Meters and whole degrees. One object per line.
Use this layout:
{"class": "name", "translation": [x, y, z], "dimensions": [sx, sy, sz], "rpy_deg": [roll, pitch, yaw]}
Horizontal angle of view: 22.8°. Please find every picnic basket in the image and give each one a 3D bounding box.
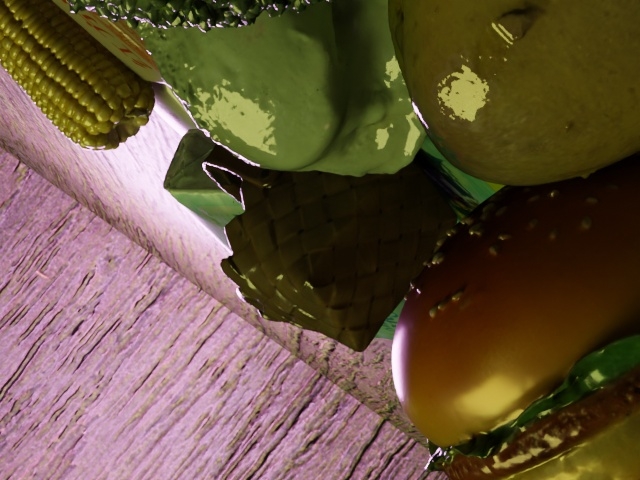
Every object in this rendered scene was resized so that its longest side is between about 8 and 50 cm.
{"class": "picnic basket", "translation": [-0.013, -0.013, 1.098], "dimensions": [0.178, 0.138, 0.128], "rpy_deg": [25, 162, 42]}

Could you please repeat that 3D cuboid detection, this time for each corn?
{"class": "corn", "translation": [-0.247, -0.182, 1.410], "dimensions": [0.244, 0.093, 0.093], "rpy_deg": [48, 173, 13]}

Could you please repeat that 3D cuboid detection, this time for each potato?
{"class": "potato", "translation": [0.092, -0.089, 0.739], "dimensions": [0.182, 0.117, 0.202], "rpy_deg": [37, 171, 11]}

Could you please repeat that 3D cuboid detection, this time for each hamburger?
{"class": "hamburger", "translation": [0.148, 0.039, 0.840], "dimensions": [0.170, 0.246, 0.246], "rpy_deg": [53, 170, 2]}

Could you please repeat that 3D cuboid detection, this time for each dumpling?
{"class": "dumpling", "translation": [-0.026, -0.107, 0.953], "dimensions": [0.219, 0.108, 0.152], "rpy_deg": [29, 155, -15]}

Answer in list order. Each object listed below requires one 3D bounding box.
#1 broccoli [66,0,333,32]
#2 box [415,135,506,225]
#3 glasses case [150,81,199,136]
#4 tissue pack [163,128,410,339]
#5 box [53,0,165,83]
{"class": "broccoli", "translation": [-0.052, -0.175, 0.677], "dimensions": [0.198, 0.226, 0.176], "rpy_deg": [-8, 107, 21]}
{"class": "box", "translation": [0.110, -0.040, 1.096], "dimensions": [0.187, 0.047, 0.335], "rpy_deg": [41, 168, -24]}
{"class": "glasses case", "translation": [-0.104, -0.111, 1.475], "dimensions": [0.193, 0.049, 0.074], "rpy_deg": [44, 165, -34]}
{"class": "tissue pack", "translation": [0.000, 0.000, 1.443], "dimensions": [0.177, 0.089, 0.263], "rpy_deg": [2, 151, 39]}
{"class": "box", "translation": [-0.124, -0.188, 1.173], "dimensions": [0.204, 0.051, 0.365], "rpy_deg": [40, 169, -27]}
